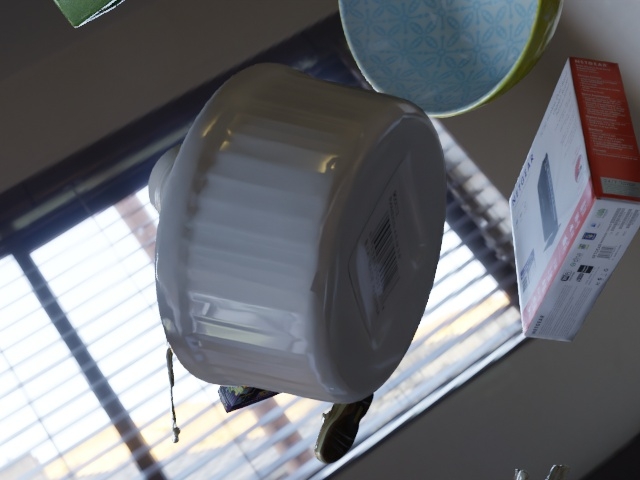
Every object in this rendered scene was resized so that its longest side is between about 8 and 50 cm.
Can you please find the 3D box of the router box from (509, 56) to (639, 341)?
[{"bbox_3d":[0.390,-0.059,1.480,0.082,0.301,0.335,7,-41,-4],"label":"router box"}]

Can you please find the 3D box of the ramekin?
[{"bbox_3d":[0.000,0.000,0.782,0.277,0.135,0.277,-35,-49,-53],"label":"ramekin"}]

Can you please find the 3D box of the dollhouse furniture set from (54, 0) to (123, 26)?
[{"bbox_3d":[-0.208,-0.390,1.043,0.151,0.197,0.301,-27,16,30],"label":"dollhouse furniture set"}]

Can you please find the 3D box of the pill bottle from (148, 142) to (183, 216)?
[{"bbox_3d":[-0.120,-0.034,1.287,0.162,0.278,0.162,-15,-62,-30],"label":"pill bottle"}]

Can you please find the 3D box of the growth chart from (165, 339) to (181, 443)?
[{"bbox_3d":[-0.289,0.277,1.846,0.021,0.237,0.172,-3,-9,-10],"label":"growth chart"}]

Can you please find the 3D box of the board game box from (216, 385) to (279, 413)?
[{"bbox_3d":[-0.075,0.219,1.578,0.170,0.048,0.141,-17,-23,-26],"label":"board game box"}]

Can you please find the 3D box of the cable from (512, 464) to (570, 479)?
[{"bbox_3d":[0.223,0.404,1.159,0.140,0.072,0.287,9,-85,-41],"label":"cable"}]

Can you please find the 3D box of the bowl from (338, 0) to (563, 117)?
[{"bbox_3d":[0.174,-0.292,1.091,0.156,0.289,0.289,-15,-30,-41],"label":"bowl"}]

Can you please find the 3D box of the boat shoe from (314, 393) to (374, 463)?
[{"bbox_3d":[0.032,0.341,1.774,0.072,0.068,0.190,-6,31,38],"label":"boat shoe"}]
